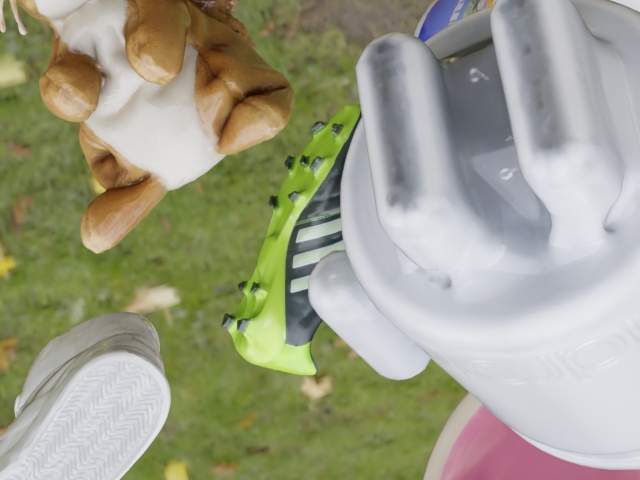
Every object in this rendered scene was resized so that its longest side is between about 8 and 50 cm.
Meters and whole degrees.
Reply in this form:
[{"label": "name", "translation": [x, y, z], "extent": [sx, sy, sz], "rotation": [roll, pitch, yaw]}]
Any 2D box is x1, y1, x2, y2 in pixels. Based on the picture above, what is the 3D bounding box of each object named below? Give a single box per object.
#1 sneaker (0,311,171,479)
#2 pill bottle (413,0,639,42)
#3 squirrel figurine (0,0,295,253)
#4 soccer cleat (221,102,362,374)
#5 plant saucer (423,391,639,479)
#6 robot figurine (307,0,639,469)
[{"label": "sneaker", "translation": [-0.222, 0.180, 1.245], "extent": [0.108, 0.169, 0.292], "rotation": [44, 96, -13]}, {"label": "pill bottle", "translation": [0.154, -0.134, 1.205], "extent": [0.152, 0.152, 0.272], "rotation": [-13, -176, -14]}, {"label": "squirrel figurine", "translation": [-0.227, -0.259, 1.865], "extent": [0.281, 0.397, 0.370], "rotation": [-31, 107, 24]}, {"label": "soccer cleat", "translation": [0.000, 0.000, 1.033], "extent": [0.072, 0.060, 0.179], "rotation": [24, 88, -25]}, {"label": "plant saucer", "translation": [0.192, 0.210, 1.233], "extent": [0.084, 0.332, 0.332], "rotation": [23, 130, -39]}, {"label": "robot figurine", "translation": [0.141, 0.005, 0.870], "extent": [0.300, 0.200, 0.353], "rotation": [-16, 149, 22]}]
